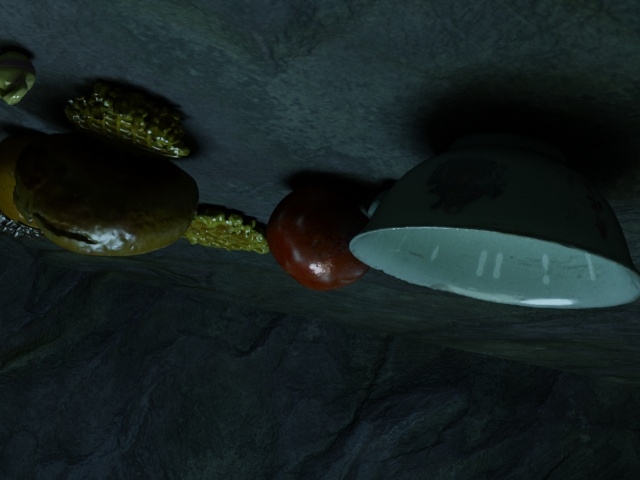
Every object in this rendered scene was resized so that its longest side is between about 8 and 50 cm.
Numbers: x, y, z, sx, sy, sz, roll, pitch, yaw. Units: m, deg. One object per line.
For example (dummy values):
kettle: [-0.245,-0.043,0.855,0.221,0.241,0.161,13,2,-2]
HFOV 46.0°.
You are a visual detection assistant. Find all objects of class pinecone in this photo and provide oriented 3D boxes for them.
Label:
pinecone: [-0.684,-0.102,1.777,0.184,0.179,0.205,-3,-139,-32]

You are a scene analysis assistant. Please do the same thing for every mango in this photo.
mango: [-0.574,-0.111,1.629,0.290,0.191,0.159,17,174,-41]

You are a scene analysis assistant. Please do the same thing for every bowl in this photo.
bowl: [0.271,-0.041,1.152,0.434,0.196,0.435,11,166,3]

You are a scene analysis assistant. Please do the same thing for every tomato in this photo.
tomato: [0.001,0.000,1.506,0.232,0.189,0.232,39,169,9]

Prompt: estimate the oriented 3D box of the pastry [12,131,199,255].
pastry: [-0.395,-0.089,1.402,0.355,0.164,0.356,18,-162,-6]

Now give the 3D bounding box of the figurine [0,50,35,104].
figurine: [-0.509,-0.259,1.208,0.187,0.083,0.083,12,171,44]

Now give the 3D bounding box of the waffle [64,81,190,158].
waffle: [-0.330,-0.202,1.291,0.193,0.070,0.197,-2,159,45]

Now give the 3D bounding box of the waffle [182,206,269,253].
waffle: [-0.281,-0.028,1.977,0.311,0.060,0.307,5,165,18]

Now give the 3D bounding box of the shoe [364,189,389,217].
shoe: [0.127,-0.066,1.483,0.078,0.079,0.195,45,-174,18]
